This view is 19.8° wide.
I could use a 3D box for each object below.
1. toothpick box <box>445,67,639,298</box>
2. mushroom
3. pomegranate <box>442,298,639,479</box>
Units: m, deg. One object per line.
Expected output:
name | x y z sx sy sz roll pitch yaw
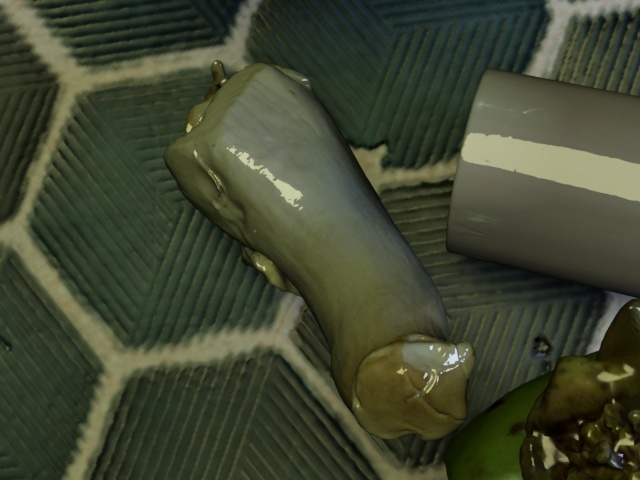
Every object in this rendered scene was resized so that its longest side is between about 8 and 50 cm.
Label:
toothpick box | 0.168 -0.025 1.006 0.180 0.111 0.111 12 80 10
mushroom | 0.001 0.000 1.001 0.099 0.096 0.278 -41 55 8
pomegranate | 0.163 0.156 0.866 0.260 0.341 0.260 -5 54 7
